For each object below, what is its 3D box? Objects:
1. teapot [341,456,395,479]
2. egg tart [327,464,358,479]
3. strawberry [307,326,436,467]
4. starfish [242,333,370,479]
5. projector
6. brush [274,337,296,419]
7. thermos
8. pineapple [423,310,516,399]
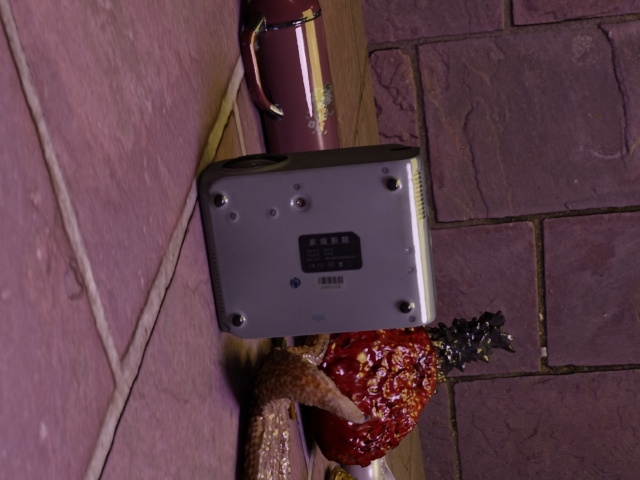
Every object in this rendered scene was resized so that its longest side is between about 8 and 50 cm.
[{"bbox_3d":[0.088,0.440,2.091,0.226,0.092,0.145,72,13,-51],"label":"teapot"},{"bbox_3d":[0.040,0.459,1.899,0.130,0.052,0.130,-3,90,-79],"label":"egg tart"},{"bbox_3d":[0.080,0.220,1.745,0.274,0.221,0.274,-8,90,-84],"label":"strawberry"},{"bbox_3d":[-0.027,0.239,1.346,0.398,0.132,0.383,112,-18,-79],"label":"starfish"},{"bbox_3d":[0.000,0.000,1.229,0.108,0.251,0.198,-63,148,-72],"label":"projector"},{"bbox_3d":[-0.051,0.194,1.577,0.043,0.014,0.169,-82,166,-62],"label":"brush"},{"bbox_3d":[-0.055,-0.255,1.550,0.109,0.136,0.330,-136,-147,-59],"label":"thermos"},{"bbox_3d":[0.186,0.226,2.018,0.202,0.362,0.201,165,-90,-89],"label":"pineapple"}]
